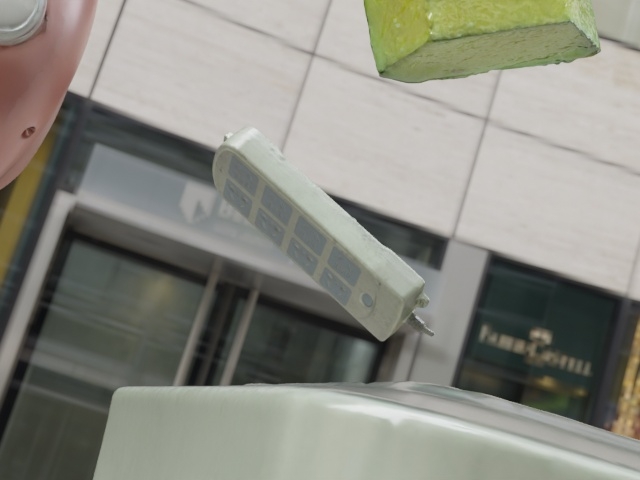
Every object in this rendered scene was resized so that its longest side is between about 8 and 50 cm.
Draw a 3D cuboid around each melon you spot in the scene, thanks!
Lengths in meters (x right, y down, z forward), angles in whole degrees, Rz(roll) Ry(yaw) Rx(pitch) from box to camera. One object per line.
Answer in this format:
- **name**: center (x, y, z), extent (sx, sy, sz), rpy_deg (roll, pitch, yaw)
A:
- **melon**: center (0.122, -0.298, 1.062), extent (0.196, 0.323, 0.124), rpy_deg (-9, 3, -10)

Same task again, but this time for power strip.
- **power strip**: center (0.000, 0.000, 0.999), extent (0.227, 0.029, 0.080), rpy_deg (42, -30, 12)

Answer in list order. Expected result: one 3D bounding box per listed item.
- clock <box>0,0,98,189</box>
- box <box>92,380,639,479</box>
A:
- **clock**: center (-0.206, -0.123, 0.798), extent (0.142, 0.227, 0.241), rpy_deg (23, -11, -23)
- **box**: center (0.105, 0.135, 0.555), extent (0.367, 0.090, 0.373), rpy_deg (17, -12, -17)
